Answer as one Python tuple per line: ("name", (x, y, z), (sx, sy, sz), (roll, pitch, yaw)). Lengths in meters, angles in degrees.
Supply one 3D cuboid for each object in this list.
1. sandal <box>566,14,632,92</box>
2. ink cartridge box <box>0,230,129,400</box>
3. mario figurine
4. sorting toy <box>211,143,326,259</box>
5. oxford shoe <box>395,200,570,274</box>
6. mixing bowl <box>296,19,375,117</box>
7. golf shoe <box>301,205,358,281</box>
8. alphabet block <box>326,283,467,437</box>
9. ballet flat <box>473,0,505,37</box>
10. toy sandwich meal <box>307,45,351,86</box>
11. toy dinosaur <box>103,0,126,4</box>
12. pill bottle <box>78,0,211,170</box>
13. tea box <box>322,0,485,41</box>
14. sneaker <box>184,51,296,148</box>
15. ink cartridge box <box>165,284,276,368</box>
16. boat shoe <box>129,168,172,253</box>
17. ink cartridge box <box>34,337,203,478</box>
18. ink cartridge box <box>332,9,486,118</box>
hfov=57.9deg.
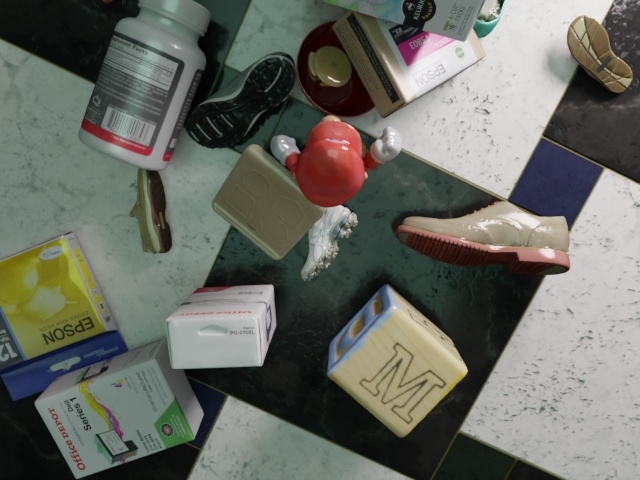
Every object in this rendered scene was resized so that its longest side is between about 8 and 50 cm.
("sandal", (0.541, -0.362, 1.137), (0.180, 0.049, 0.072), (39, 104, -19))
("ink cartridge box", (-0.612, 0.176, 1.246), (0.304, 0.072, 0.307), (-21, 96, 5))
("mario figurine", (0.024, -0.171, 1.041), (0.198, 0.320, 0.170), (-39, 97, 7))
("sorting toy", (-0.106, -0.074, 1.165), (0.193, 0.038, 0.208), (39, 135, -5))
("oxford shoe", (0.329, -0.017, 1.181), (0.348, 0.123, 0.130), (10, 73, 1))
("mixing bowl", (0.031, -0.319, 1.117), (0.181, 0.098, 0.181), (0, 91, -16))
("golf shoe", (0.000, 0.000, 1.211), (0.086, 0.069, 0.176), (36, 96, 16))
("alphabet block", (0.148, 0.235, 1.173), (0.197, 0.192, 0.193), (41, 100, -4))
("ballet flat", (0.337, -0.512, 1.094), (0.083, 0.087, 0.247), (14, 99, 0))
("toy sandwich meal", (0.016, -0.313, 1.049), (0.086, 0.029, 0.085), (4, 80, -24))
("toy dinosaur", (-0.411, -0.504, 1.126), (0.047, 0.090, 0.082), (-5, 55, -7))
("pill bottle", (-0.324, -0.309, 1.101), (0.176, 0.176, 0.318), (24, 99, -2))
("tea box", (0.137, -0.552, 0.951), (0.324, 0.220, 0.329), (14, 58, -1))
("sneaker", (-0.154, -0.276, 1.150), (0.271, 0.108, 0.100), (-30, 116, 22))
("ink cartridge box", (-0.186, 0.164, 1.144), (0.172, 0.237, 0.100), (-3, 99, 2))
("boat shoe", (-0.364, -0.063, 1.202), (0.072, 0.068, 0.190), (-3, 100, 14))
("ink cartridge box", (-0.425, 0.359, 1.238), (0.278, 0.117, 0.201), (-20, 103, 5))
("ink cartridge box", (0.169, -0.368, 1.069), (0.235, 0.088, 0.193), (-35, 98, -27))
